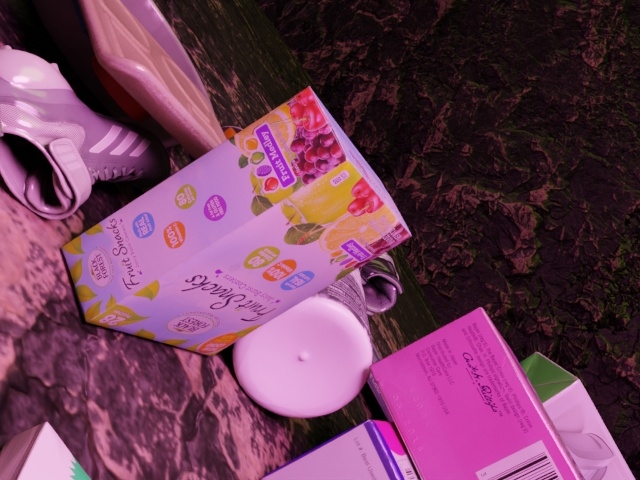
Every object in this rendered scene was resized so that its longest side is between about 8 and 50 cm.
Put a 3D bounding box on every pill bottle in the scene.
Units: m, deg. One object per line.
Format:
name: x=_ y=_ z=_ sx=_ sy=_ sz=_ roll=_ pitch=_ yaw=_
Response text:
pill bottle: x=-0.018 y=0.065 z=0.741 sx=0.130 sy=0.130 sz=0.246 roll=57 pitch=10 yaw=-18

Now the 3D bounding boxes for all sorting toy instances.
sorting toy: x=-0.121 y=-0.109 z=0.646 sx=0.229 sy=0.041 sz=0.307 roll=56 pitch=5 yaw=40

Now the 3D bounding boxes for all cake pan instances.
cake pan: x=-0.220 y=-0.225 z=0.788 sx=0.293 sy=0.054 sz=0.293 roll=57 pitch=11 yaw=-17

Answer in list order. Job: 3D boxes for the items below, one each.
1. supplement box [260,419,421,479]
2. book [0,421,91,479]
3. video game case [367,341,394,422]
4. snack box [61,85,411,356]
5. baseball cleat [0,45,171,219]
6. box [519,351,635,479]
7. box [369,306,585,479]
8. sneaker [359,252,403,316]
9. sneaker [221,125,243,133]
supplement box: x=0.053 y=0.239 z=0.643 sx=0.111 sy=0.114 sz=0.220 roll=63 pitch=12 yaw=23
book: x=-0.117 y=0.157 z=0.288 sx=0.096 sy=0.035 sz=0.144 roll=60 pitch=8 yaw=-20
video game case: x=0.075 y=0.184 z=1.111 sx=0.274 sy=0.026 sz=0.196 roll=62 pitch=4 yaw=9
snack box: x=-0.052 y=0.001 z=0.531 sx=0.070 sy=0.207 sz=0.174 roll=64 pitch=12 yaw=24
baseball cleat: x=-0.179 y=-0.056 z=0.527 sx=0.206 sy=0.072 sz=0.110 roll=35 pitch=43 yaw=-63
box: x=0.247 y=0.318 z=0.902 sx=0.231 sy=0.262 sz=0.127 roll=59 pitch=-3 yaw=-10
box: x=0.172 y=0.205 z=0.674 sx=0.214 sy=0.117 sz=0.243 roll=65 pitch=10 yaw=25
sneaker: x=0.097 y=0.080 z=1.302 sx=0.268 sy=0.101 sz=0.153 roll=39 pitch=14 yaw=-53
sneaker: x=-0.046 y=-0.028 z=0.932 sx=0.283 sy=0.107 sz=0.124 roll=56 pitch=4 yaw=-3
